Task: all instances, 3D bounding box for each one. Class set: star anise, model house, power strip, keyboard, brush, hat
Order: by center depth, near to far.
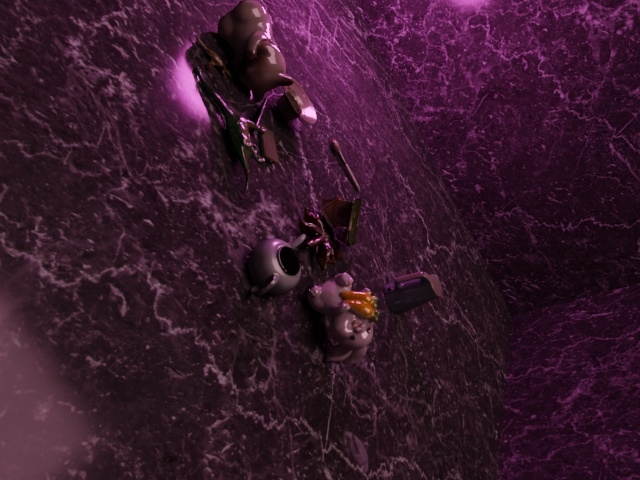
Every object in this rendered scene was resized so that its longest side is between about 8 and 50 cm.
[{"bbox_3d":[-0.246,-0.496,1.748,0.013,0.061,0.204,26,46,-19],"label":"keyboard"},{"bbox_3d":[-0.209,-0.377,1.753,0.076,0.028,0.168,22,51,-49],"label":"power strip"},{"bbox_3d":[0.000,0.001,1.757,0.288,0.088,0.288,44,26,-29],"label":"star anise"},{"bbox_3d":[0.078,-0.088,1.863,0.294,0.154,0.206,-15,115,-81],"label":"model house"},{"bbox_3d":[-0.131,-0.593,1.934,0.252,0.110,0.252,44,31,-36],"label":"hat"},{"bbox_3d":[0.135,-0.384,2.259,0.299,0.039,0.042,58,32,-14],"label":"brush"}]

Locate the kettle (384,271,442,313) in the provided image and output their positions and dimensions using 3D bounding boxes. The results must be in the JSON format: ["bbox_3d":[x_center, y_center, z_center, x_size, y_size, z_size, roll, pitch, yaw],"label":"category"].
[{"bbox_3d":[0.436,0.232,2.104,0.210,0.243,0.159,43,38,-30],"label":"kettle"}]

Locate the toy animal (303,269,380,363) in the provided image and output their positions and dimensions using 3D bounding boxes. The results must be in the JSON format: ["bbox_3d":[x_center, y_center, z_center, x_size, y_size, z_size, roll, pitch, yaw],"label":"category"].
[{"bbox_3d":[0.081,0.279,1.574,0.183,0.247,0.310,-17,68,-41],"label":"toy animal"}]

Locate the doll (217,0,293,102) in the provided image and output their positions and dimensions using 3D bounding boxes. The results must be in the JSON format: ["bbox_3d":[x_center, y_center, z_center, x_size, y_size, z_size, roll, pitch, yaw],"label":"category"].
[{"bbox_3d":[-0.270,-0.775,1.756,0.226,0.215,0.370,17,52,-70],"label":"doll"}]

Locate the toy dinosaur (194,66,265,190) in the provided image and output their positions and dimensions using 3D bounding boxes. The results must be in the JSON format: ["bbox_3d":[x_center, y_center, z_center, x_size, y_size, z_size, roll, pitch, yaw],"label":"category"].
[{"bbox_3d":[-0.328,-0.400,1.546,0.301,0.087,0.447,31,41,-40],"label":"toy dinosaur"}]

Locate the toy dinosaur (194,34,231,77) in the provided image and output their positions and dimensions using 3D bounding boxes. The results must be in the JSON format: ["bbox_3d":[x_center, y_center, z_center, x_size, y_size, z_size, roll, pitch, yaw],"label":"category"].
[{"bbox_3d":[-0.406,-0.701,1.677,0.162,0.039,0.126,63,22,4],"label":"toy dinosaur"}]

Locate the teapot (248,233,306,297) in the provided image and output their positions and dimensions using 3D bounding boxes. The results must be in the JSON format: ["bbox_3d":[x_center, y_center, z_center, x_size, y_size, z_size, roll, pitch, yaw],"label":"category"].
[{"bbox_3d":[-0.143,0.084,1.451,0.193,0.130,0.294,53,34,-18],"label":"teapot"}]
